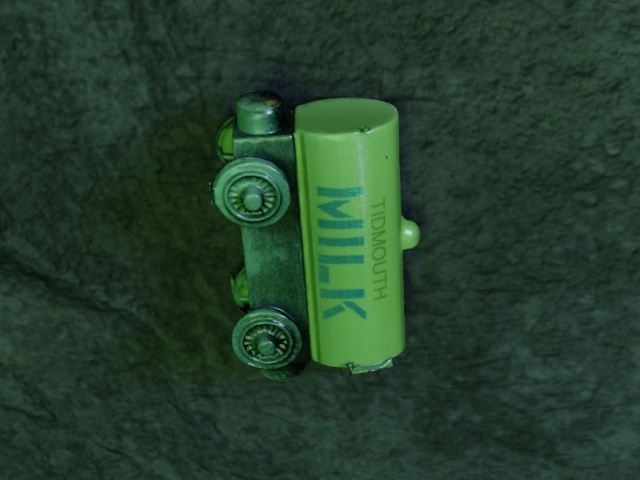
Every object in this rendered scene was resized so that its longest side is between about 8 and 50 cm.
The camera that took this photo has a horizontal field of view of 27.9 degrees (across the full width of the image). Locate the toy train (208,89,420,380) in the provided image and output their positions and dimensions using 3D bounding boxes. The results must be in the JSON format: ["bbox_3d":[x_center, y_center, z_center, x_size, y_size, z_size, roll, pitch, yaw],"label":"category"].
[{"bbox_3d":[0.000,0.000,1.012,0.157,0.105,0.253,-3,119,1],"label":"toy train"}]
